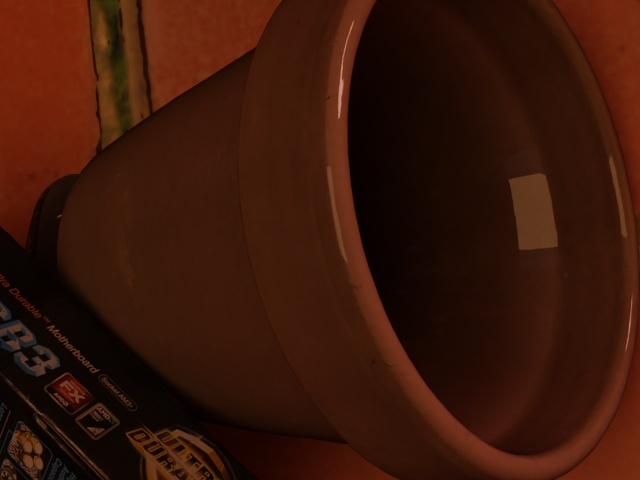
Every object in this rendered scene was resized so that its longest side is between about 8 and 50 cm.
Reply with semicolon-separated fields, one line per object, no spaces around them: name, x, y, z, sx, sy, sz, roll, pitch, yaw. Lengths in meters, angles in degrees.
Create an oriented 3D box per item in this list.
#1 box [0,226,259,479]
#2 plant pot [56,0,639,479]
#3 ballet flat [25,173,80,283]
box;-0.186;0.132;0.915;0.293;0.073;0.295;42;136;16
plant pot;0.000;0.000;0.861;0.229;0.263;0.263;-12;83;38
ballet flat;-0.125;0.087;0.978;0.058;0.084;0.249;-18;83;54
